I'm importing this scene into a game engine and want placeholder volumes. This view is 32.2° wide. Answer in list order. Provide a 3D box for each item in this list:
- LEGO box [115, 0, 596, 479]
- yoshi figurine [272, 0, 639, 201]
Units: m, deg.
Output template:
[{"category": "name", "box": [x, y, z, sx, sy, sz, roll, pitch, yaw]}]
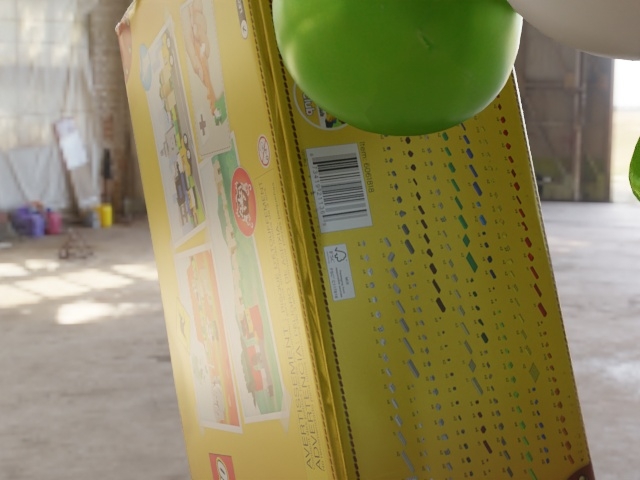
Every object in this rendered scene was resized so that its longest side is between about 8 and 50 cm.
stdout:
[{"category": "LEGO box", "box": [0.000, 0.000, 0.894, 0.193, 0.500, 0.372, -8, -4, -23]}, {"category": "yoshi figurine", "box": [0.069, -0.093, 0.386, 0.203, 0.204, 0.362, -11, 15, -4]}]
